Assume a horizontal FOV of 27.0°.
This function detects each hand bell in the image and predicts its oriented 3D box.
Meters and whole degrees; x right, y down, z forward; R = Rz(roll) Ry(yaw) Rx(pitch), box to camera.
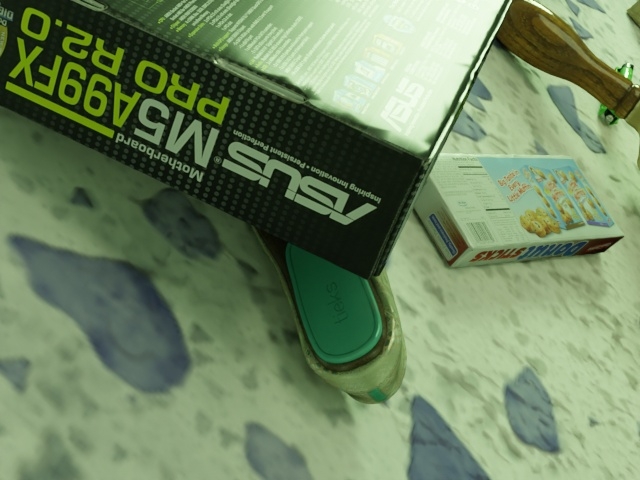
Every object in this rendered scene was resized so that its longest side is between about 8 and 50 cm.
[{"bbox_3d":[0.206,-0.100,0.924,0.242,0.126,0.126,36,31,7],"label":"hand bell"}]

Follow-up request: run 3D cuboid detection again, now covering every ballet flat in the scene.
[{"bbox_3d":[0.000,0.000,0.603,0.052,0.057,0.168,55,18,-55],"label":"ballet flat"}]

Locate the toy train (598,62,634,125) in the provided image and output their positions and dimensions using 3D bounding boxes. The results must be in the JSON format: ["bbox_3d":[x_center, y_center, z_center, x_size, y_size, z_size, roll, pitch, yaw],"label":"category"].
[{"bbox_3d":[0.224,-0.112,1.002,0.017,0.024,0.083,41,33,-10],"label":"toy train"}]

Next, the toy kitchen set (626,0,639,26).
[{"bbox_3d":[0.308,-0.185,1.138,0.083,0.068,0.075,51,32,6],"label":"toy kitchen set"}]

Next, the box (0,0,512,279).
[{"bbox_3d":[-0.030,-0.112,0.601,0.216,0.060,0.270,25,32,3],"label":"box"}]

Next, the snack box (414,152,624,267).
[{"bbox_3d":[0.114,-0.020,0.773,0.178,0.022,0.064,-3,57,-51],"label":"snack box"}]
